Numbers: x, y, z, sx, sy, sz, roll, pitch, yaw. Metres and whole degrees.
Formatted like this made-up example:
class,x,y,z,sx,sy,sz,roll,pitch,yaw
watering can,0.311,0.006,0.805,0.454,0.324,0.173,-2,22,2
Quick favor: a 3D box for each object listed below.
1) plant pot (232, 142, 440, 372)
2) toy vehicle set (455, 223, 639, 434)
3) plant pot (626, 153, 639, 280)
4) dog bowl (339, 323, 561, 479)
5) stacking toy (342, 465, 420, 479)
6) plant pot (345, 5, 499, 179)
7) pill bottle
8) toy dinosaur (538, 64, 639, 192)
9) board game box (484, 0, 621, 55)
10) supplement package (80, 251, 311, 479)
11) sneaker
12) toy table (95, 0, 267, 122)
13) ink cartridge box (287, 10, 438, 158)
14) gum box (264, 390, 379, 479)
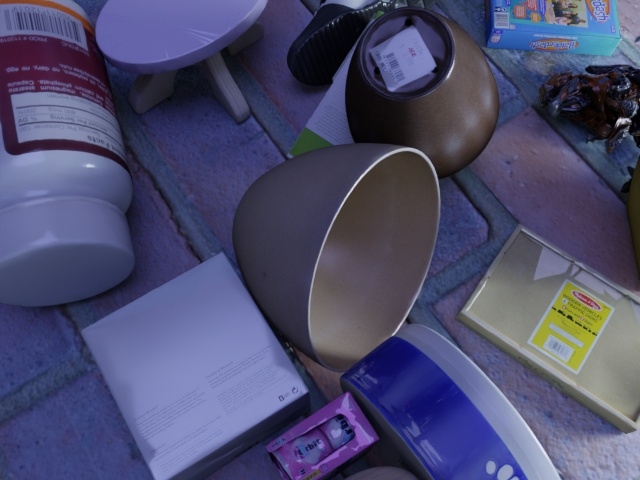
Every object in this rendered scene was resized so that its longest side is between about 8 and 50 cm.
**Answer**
class,x,y,z,sx,sy,sz,roll,pitch,yaw
plant pot,0.000,0.000,0.858,0.191,0.284,0.284,21,66,33
toy vehicle set,0.342,0.115,0.918,0.267,0.035,0.166,35,71,13
plant pot,0.529,-0.025,0.899,0.213,0.187,0.212,1,67,-1
dog bowl,0.138,0.228,0.743,0.104,0.265,0.264,-34,71,-12
stacking toy,0.111,0.402,0.689,0.141,0.141,0.330,-32,105,-13
plant pot,0.118,-0.196,0.845,0.216,0.230,0.215,-1,87,13
pill bottle,-0.382,-0.125,0.910,0.224,0.224,0.391,-15,68,-7
toy dinosaur,0.505,-0.201,1.004,0.322,0.164,0.218,-12,49,17
board game box,0.387,-0.395,1.131,0.211,0.047,0.160,5,66,2
supplement package,-0.146,0.165,0.827,0.194,0.149,0.203,-30,70,-12
sneaker,0.055,-0.379,1.097,0.331,0.122,0.146,-40,55,-15
toy table,-0.194,-0.312,1.027,0.275,0.161,0.252,-26,70,-11
ink cartridge box,0.099,-0.182,1.016,0.189,0.097,0.255,35,95,13
gum box,0.000,0.243,0.775,0.107,0.188,0.062,-30,71,-13
